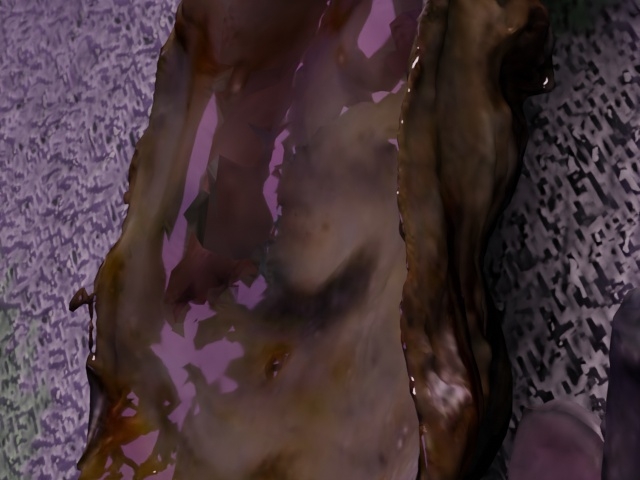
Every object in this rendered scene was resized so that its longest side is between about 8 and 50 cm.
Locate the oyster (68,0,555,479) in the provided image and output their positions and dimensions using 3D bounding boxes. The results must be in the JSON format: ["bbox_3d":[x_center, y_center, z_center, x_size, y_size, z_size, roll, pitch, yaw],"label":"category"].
[{"bbox_3d":[-0.001,-0.010,0.571,0.221,0.096,0.361,-27,51,50],"label":"oyster"}]

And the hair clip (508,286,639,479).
[{"bbox_3d":[0.072,0.106,0.452,0.146,0.056,0.187,15,92,54],"label":"hair clip"}]
